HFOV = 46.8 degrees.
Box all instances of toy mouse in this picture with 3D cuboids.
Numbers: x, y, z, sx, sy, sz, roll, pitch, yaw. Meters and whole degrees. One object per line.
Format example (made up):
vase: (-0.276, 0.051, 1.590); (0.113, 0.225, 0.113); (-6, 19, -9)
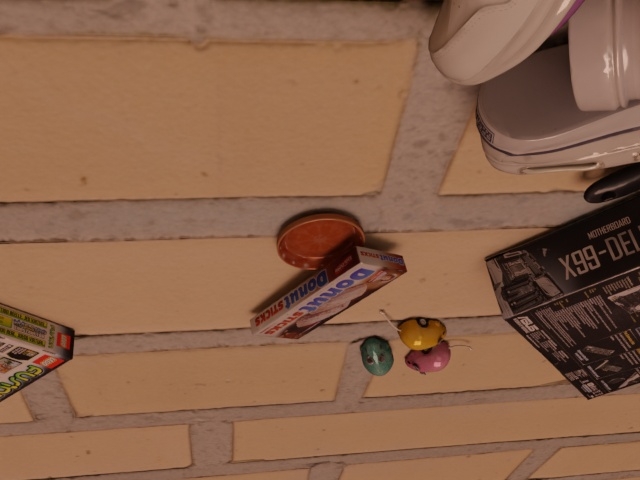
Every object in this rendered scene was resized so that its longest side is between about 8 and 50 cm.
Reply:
toy mouse: (0.105, 0.144, 0.908); (0.161, 0.031, 0.143); (12, 140, -27)

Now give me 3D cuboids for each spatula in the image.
spatula: (0.375, -0.086, 0.641); (0.297, 0.030, 0.084); (-17, 146, 12)

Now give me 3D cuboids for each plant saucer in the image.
plant saucer: (0.000, 0.000, 0.697); (0.084, 0.013, 0.083); (-5, 145, -4)

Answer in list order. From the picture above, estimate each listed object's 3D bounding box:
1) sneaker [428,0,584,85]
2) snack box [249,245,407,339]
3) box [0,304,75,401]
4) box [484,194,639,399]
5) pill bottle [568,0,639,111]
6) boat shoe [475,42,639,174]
sneaker: (0.095, -0.212, 0.363); (0.152, 0.114, 0.305); (16, 142, -2)
snack box: (0.004, 0.057, 0.756); (0.064, 0.022, 0.178); (12, 145, -39)
box: (-0.372, 0.134, 0.786); (0.207, 0.036, 0.114); (-30, 140, 27)
box: (0.355, 0.066, 0.812); (0.242, 0.076, 0.307); (-26, 142, 23)
pill bottle: (0.259, -0.126, 0.419); (0.216, 0.121, 0.121); (0, 151, 28)
boat shoe: (0.249, -0.103, 0.538); (0.268, 0.096, 0.088); (-17, 155, 6)
